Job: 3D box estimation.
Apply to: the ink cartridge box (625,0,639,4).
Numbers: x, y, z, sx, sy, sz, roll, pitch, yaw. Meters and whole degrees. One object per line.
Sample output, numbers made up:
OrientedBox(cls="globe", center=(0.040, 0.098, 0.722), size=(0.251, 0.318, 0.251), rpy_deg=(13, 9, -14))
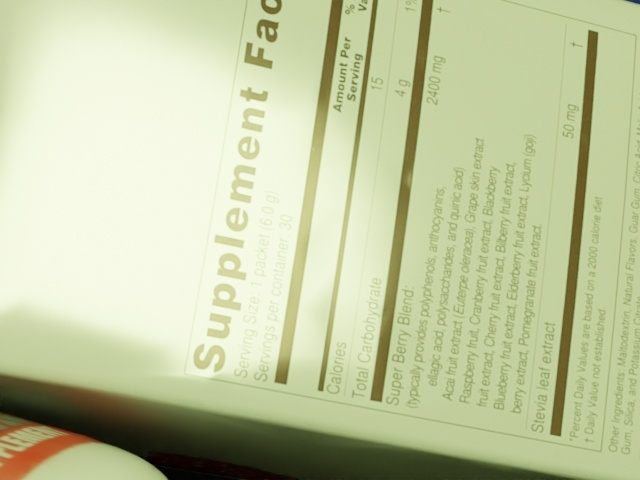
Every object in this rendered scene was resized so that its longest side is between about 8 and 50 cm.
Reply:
OrientedBox(cls="ink cartridge box", center=(0.037, -0.202, 0.718), size=(0.395, 0.151, 0.270), rpy_deg=(3, 54, -10))

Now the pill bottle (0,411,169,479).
OrientedBox(cls="pill bottle", center=(-0.237, 0.122, 0.439), size=(0.363, 0.210, 0.210), rpy_deg=(13, 60, 14))

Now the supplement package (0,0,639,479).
OrientedBox(cls="supplement package", center=(0.000, 0.000, 0.546), size=(0.293, 0.177, 0.175), rpy_deg=(12, 74, -13))
